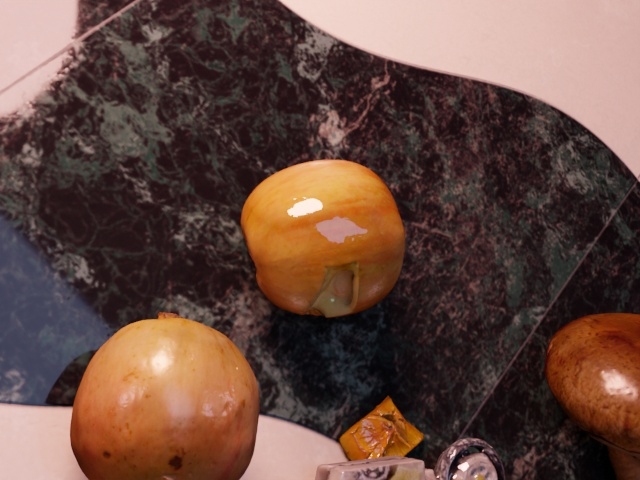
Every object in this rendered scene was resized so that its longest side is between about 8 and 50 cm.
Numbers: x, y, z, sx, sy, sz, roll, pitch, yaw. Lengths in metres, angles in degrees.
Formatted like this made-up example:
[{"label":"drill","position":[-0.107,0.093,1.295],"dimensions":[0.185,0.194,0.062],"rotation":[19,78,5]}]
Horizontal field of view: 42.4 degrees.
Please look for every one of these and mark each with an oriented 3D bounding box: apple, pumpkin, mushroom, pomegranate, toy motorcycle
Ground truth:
[{"label":"apple","position":[0.000,0.000,0.929],"dimensions":[0.199,0.199,0.199],"rotation":[8,72,-26]},{"label":"pumpkin","position":[0.079,0.234,0.976],"dimensions":[0.101,0.035,0.073],"rotation":[-37,97,-33]},{"label":"mushroom","position":[0.411,0.206,1.081],"dimensions":[0.267,0.267,0.255],"rotation":[33,97,-16]},{"label":"pomegranate","position":[-0.144,0.163,0.791],"dimensions":[0.191,0.191,0.191],"rotation":[8,72,-26]},{"label":"toy motorcycle","position":[0.070,0.345,0.900],"dimensions":[0.340,0.108,0.223],"rotation":[-1,84,-28]}]
